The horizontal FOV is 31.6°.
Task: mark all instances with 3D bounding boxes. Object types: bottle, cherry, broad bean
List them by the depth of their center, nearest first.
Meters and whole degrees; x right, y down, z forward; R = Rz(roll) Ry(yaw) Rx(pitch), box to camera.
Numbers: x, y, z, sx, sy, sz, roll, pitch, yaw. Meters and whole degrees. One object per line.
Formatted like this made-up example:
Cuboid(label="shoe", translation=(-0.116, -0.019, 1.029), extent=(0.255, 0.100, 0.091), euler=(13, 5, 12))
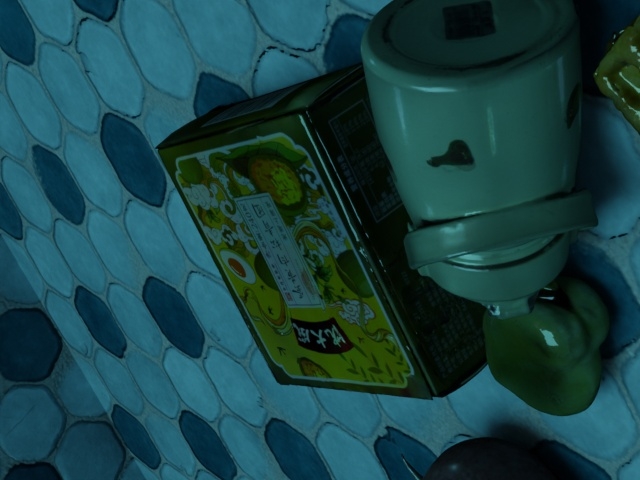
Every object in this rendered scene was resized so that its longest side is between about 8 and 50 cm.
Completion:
Cuboid(label="bottle", translation=(0.168, -0.069, 1.159), extent=(0.229, 0.229, 0.351), euler=(25, 141, 38))
Cuboid(label="broad bean", translation=(0.258, 0.122, 1.330), extent=(0.169, 0.100, 0.228), euler=(36, 146, 39))
Cuboid(label="cherry", translation=(0.217, 0.381, 1.515), extent=(0.285, 0.213, 0.236), euler=(35, 152, 13))

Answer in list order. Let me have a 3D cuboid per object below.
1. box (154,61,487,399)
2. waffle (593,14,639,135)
Cuboid(label="box", translation=(0.000, 0.000, 1.510), extent=(0.373, 0.138, 0.420), euler=(-5, 115, 54))
Cuboid(label="waffle", translation=(0.396, -0.103, 0.944), extent=(0.327, 0.098, 0.224), euler=(47, 145, 9))
